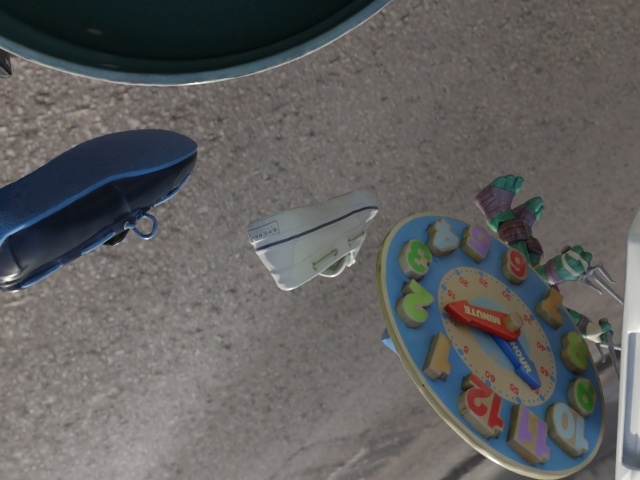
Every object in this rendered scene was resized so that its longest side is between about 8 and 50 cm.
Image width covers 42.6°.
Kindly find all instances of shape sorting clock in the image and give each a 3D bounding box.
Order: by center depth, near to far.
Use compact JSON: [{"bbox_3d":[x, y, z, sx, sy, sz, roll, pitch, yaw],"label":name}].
[{"bbox_3d":[0.123,0.064,0.569,0.206,0.206,0.040,3,147,-39],"label":"shape sorting clock"}]

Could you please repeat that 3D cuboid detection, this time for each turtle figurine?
[{"bbox_3d":[0.237,0.052,0.851,0.118,0.234,0.175,-22,150,6],"label":"turtle figurine"}]

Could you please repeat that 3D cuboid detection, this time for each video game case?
[{"bbox_3d":[0.257,0.045,0.590,0.204,0.025,0.285,-49,140,-36],"label":"video game case"}]

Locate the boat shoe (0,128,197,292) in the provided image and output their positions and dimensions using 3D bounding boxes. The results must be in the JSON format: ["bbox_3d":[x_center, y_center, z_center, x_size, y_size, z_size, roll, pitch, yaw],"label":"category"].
[{"bbox_3d":[-0.224,-0.037,0.797,0.258,0.109,0.089,-31,137,-43],"label":"boat shoe"}]

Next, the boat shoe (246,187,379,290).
[{"bbox_3d":[0.000,0.000,0.817,0.083,0.076,0.226,-17,-179,31],"label":"boat shoe"}]

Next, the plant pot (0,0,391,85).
[{"bbox_3d":[-0.067,-0.226,0.392,0.293,0.293,0.196,-25,-168,4],"label":"plant pot"}]

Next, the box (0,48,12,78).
[{"bbox_3d":[-0.453,-0.293,0.884,0.184,0.261,0.103,-12,169,1],"label":"box"}]
